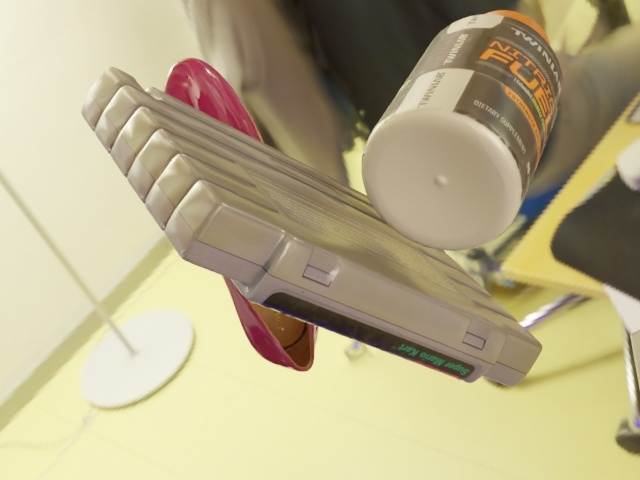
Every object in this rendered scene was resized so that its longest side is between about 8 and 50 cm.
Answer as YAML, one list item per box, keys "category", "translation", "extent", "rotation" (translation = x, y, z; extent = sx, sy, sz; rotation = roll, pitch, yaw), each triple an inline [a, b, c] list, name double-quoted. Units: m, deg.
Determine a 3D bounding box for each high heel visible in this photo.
- category: "high heel"
  translation: [-0.082, -0.028, 1.230]
  extent: [0.127, 0.377, 0.181]
  rotation: [-27, 27, -13]

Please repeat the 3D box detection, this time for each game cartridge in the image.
- category: "game cartridge"
  translation: [0.000, 0.000, 0.814]
  extent: [0.068, 0.355, 0.230]
  rotation: [-52, 42, 15]

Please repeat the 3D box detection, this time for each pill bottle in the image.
- category: "pill bottle"
  translation: [0.131, -0.109, 0.887]
  extent: [0.130, 0.130, 0.245]
  rotation: [-8, 30, 29]

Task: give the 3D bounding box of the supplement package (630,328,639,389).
- category: "supplement package"
  translation: [0.327, 0.143, 0.694]
  extent: [0.149, 0.203, 0.194]
  rotation: [-32, 7, 20]
